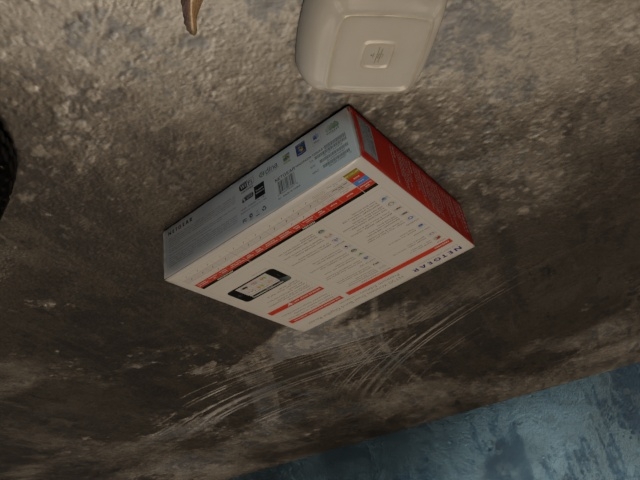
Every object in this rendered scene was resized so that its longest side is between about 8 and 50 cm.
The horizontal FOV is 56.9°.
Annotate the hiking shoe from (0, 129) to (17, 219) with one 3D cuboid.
[{"bbox_3d":[-0.389,-0.097,0.597,0.114,0.086,0.227,8,139,-5],"label":"hiking shoe"}]

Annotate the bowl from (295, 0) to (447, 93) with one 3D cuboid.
[{"bbox_3d":[0.051,-0.199,0.586,0.141,0.053,0.142,-1,147,-14],"label":"bowl"}]

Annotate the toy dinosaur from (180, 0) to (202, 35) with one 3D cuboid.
[{"bbox_3d":[-0.094,-0.277,0.370,0.200,0.127,0.296,11,154,-19],"label":"toy dinosaur"}]

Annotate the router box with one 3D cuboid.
[{"bbox_3d":[0.000,0.000,0.844,0.335,0.082,0.301,-30,143,26],"label":"router box"}]
